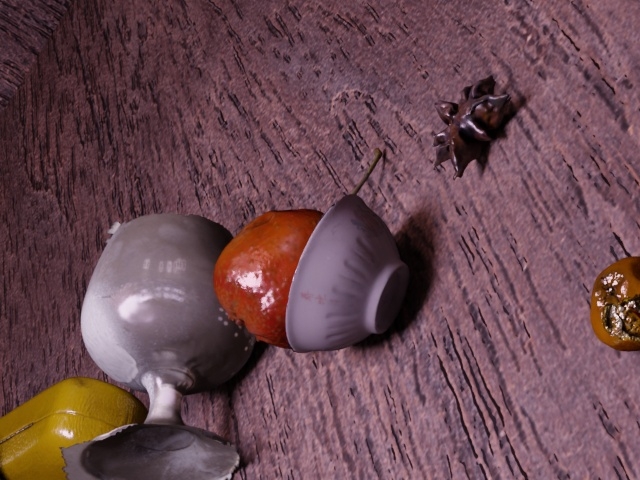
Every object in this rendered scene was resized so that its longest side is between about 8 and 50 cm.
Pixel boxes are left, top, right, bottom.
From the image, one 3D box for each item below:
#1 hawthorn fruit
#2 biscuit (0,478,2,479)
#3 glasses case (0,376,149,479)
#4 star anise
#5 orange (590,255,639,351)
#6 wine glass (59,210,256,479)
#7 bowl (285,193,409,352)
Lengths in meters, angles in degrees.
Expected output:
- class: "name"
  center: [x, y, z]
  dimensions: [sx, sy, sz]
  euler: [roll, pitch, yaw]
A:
- class: "hawthorn fruit"
  center: [0.000, 0.000, 1.744]
  dimensions: [0.285, 0.165, 0.165]
  euler: [-45, 24, -13]
- class: "biscuit"
  center: [-0.476, 0.466, 2.038]
  dimensions: [0.394, 0.076, 0.368]
  euler: [-42, 74, 47]
- class: "glasses case"
  center: [-0.358, 0.312, 2.019]
  dimensions: [0.371, 0.173, 0.141]
  euler: [-31, 40, 50]
- class: "star anise"
  center: [0.156, -0.134, 1.639]
  dimensions: [0.124, 0.056, 0.129]
  euler: [-58, 28, 11]
- class: "orange"
  center: [0.267, 0.053, 1.278]
  dimensions: [0.086, 0.062, 0.086]
  euler: [-44, 30, 34]
- class: "wine glass"
  center: [-0.195, 0.137, 1.833]
  dimensions: [0.238, 0.238, 0.323]
  euler: [-38, 40, 40]
- class: "bowl"
  center: [0.043, 0.051, 1.612]
  dimensions: [0.086, 0.189, 0.189]
  euler: [22, 84, 22]
